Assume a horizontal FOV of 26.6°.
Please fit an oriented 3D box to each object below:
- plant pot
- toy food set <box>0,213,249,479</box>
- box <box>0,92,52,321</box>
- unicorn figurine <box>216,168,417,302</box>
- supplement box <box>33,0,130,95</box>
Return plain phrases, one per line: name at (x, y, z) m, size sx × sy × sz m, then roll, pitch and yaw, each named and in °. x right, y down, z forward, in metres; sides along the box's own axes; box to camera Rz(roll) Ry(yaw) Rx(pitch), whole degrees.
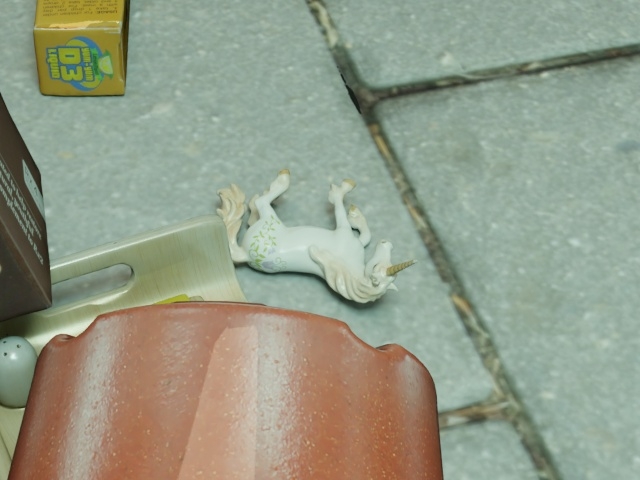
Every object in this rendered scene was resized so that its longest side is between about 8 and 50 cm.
plant pot at (-0.047, 0.186, 0.622) m, size 0.272 × 0.272 × 0.265 m, roll 4°, pitch 64°, yaw -1°
toy food set at (-0.102, 0.119, 0.850) m, size 0.219 × 0.092 × 0.306 m, roll -18°, pitch 52°, yaw -19°
box at (-0.377, -0.006, 0.826) m, size 0.381 × 0.191 × 0.143 m, roll -18°, pitch 49°, yaw 0°
unicorn figurine at (0.000, 0.000, 0.999) m, size 0.161 × 0.060 × 0.111 m, roll -5°, pitch 46°, yaw 14°
supplement box at (-0.203, -0.228, 1.176) m, size 0.080 × 0.078 × 0.233 m, roll -3°, pitch 47°, yaw -6°
